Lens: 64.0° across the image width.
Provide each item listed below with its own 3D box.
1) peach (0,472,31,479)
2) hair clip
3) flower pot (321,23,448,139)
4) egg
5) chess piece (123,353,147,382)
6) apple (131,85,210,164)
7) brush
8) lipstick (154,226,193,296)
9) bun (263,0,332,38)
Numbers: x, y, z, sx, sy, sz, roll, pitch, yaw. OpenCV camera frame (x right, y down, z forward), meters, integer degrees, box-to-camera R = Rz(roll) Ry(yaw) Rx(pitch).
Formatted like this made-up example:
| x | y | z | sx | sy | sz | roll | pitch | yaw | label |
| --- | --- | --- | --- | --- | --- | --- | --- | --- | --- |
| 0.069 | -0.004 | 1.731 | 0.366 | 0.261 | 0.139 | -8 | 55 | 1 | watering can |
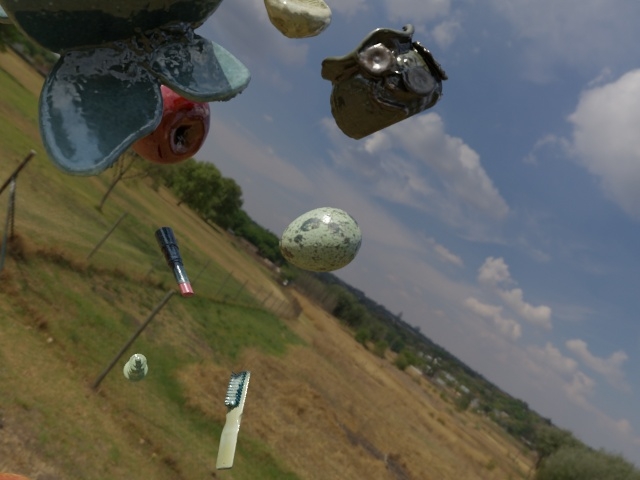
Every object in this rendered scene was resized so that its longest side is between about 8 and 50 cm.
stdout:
| x | y | z | sx | sy | sz | roll | pitch | yaw | label |
| --- | --- | --- | --- | --- | --- | --- | --- | --- | --- |
| -0.499 | 0.469 | 0.756 | 0.231 | 0.231 | 0.231 | 37 | -4 | 3 | peach |
| -0.265 | -0.330 | 0.664 | 0.392 | 0.318 | 0.238 | 56 | -30 | 21 | hair clip |
| 0.159 | -0.395 | 1.278 | 0.213 | 0.301 | 0.302 | 65 | -9 | -8 | flower pot |
| 0.000 | 0.000 | 1.055 | 0.132 | 0.172 | 0.132 | -9 | 90 | -90 | egg |
| -0.452 | 0.309 | 1.259 | 0.059 | 0.059 | 0.149 | 37 | -31 | -3 | chess piece |
| -0.447 | -0.345 | 1.449 | 0.216 | 0.260 | 0.260 | 36 | -4 | 20 | apple |
| -0.071 | 0.141 | 0.413 | 0.013 | 0.016 | 0.084 | 54 | 28 | -38 | brush |
| -0.408 | 0.064 | 1.456 | 0.234 | 0.053 | 0.053 | 58 | 6 | 28 | lipstick |
| -0.065 | -0.565 | 1.282 | 0.183 | 0.102 | 0.183 | 19 | 43 | -18 | bun |
